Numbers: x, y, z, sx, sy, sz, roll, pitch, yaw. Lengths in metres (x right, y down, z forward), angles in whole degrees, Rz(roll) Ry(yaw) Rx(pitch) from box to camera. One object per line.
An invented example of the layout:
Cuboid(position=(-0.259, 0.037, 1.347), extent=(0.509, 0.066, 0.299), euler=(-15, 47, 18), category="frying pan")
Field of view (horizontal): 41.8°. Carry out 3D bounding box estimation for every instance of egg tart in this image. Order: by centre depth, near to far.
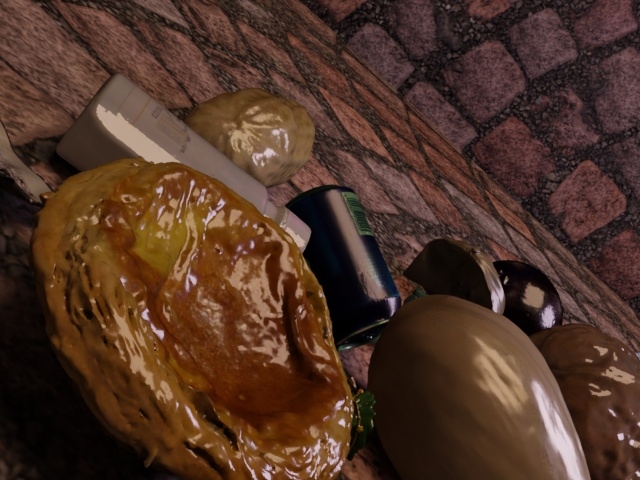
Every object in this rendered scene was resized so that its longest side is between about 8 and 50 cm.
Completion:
Cuboid(position=(-0.116, 0.083, 0.725), extent=(0.352, 0.150, 0.352), euler=(39, 26, -23), category="egg tart")

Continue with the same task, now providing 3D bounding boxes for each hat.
Cuboid(position=(0.234, 0.075, 1.266), extent=(0.166, 0.144, 0.173), euler=(43, 22, 27), category="hat")

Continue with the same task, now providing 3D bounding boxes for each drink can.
Cuboid(position=(0.026, 0.035, 1.095), extent=(0.118, 0.118, 0.205), euler=(10, 54, -58), category="drink can")

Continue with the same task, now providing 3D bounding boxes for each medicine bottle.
Cuboid(position=(-0.155, -0.062, 0.989), extent=(0.296, 0.111, 0.161), euler=(36, 21, -17), category="medicine bottle")

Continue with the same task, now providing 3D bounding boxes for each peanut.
Cuboid(position=(-0.094, -0.148, 1.227), extent=(0.152, 0.152, 0.313), euler=(48, 18, 8), category="peanut")

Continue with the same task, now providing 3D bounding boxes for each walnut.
Cuboid(position=(0.395, 0.256, 1.266), extent=(0.273, 0.227, 0.273), euler=(44, 16, -16), category="walnut")

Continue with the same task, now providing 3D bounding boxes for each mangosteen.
Cuboid(position=(0.327, 0.145, 1.447), extent=(0.194, 0.194, 0.230), euler=(-108, 173, -51), category="mangosteen")

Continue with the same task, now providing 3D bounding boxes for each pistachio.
Cuboid(position=(0.185, 0.213, 0.974), extent=(0.226, 0.208, 0.332), euler=(-25, 70, -21), category="pistachio")

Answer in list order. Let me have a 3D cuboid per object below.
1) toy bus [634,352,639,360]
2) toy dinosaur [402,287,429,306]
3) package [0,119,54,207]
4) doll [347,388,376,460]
Cuboid(position=(0.525, 0.284, 1.572), extent=(0.262, 0.150, 0.128), euler=(10, 69, -57), category="toy bus")
Cuboid(position=(0.227, 0.211, 1.241), extent=(0.383, 0.129, 0.331), euler=(53, 13, 18), category="toy dinosaur")
Cuboid(position=(-0.354, -0.108, 0.801), extent=(0.232, 0.040, 0.166), euler=(45, 15, 24), category="package")
Cuboid(position=(-0.004, 0.191, 0.888), extent=(0.113, 0.077, 0.078), euler=(7, 38, -6), category="doll")
